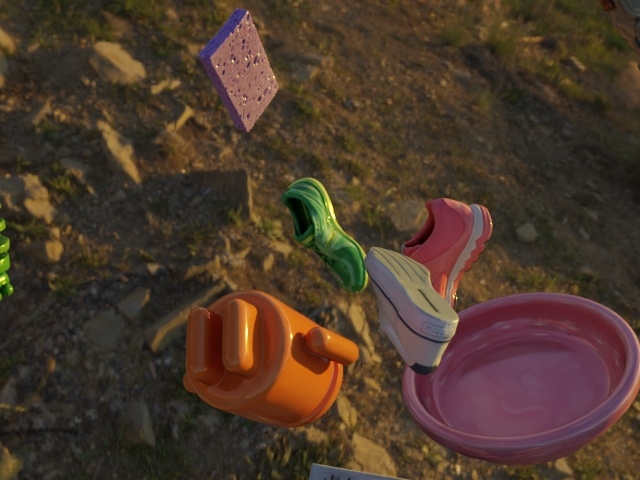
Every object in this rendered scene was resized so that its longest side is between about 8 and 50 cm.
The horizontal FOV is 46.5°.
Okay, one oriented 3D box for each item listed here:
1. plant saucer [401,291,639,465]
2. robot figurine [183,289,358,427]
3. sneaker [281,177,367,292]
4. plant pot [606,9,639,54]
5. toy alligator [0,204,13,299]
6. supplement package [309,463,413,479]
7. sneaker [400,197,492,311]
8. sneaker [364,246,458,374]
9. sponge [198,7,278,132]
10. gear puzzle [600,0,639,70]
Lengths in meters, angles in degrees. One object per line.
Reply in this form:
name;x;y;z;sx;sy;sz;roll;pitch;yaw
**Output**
plant saucer;0.286;0.200;1.067;0.332;0.084;0.332;-16;26;8
robot figurine;-0.058;0.130;0.799;0.158;0.219;0.128;-48;54;2
sneaker;0.000;0.000;1.708;0.123;0.109;0.295;-28;84;-44
plant pot;0.547;-0.391;0.958;0.256;0.274;0.257;8;71;-24
toy alligator;-0.233;0.019;0.508;0.051;0.190;0.056;2;20;19
supplement package;0.104;0.472;1.139;0.262;0.199;0.198;7;67;6
sneaker;0.195;0.060;1.404;0.136;0.314;0.116;20;9;-19
sneaker;0.104;0.086;1.003;0.094;0.091;0.258;16;18;-14
sponge;-0.140;-0.299;1.328;0.031;0.210;0.117;24;71;24
gear puzzle;0.231;-0.257;0.562;0.175;0.044;0.339;-29;86;-17
